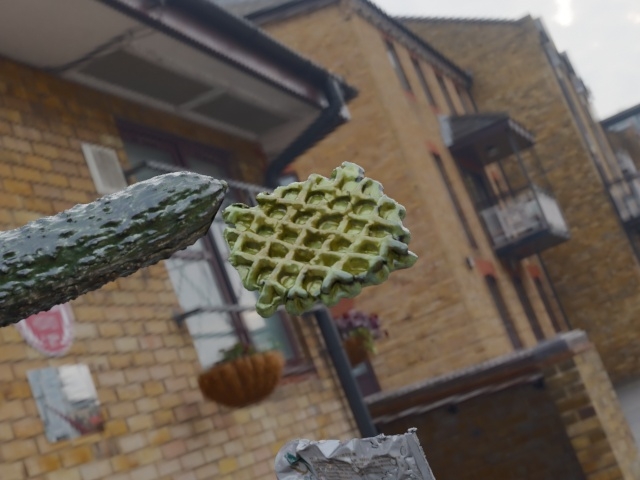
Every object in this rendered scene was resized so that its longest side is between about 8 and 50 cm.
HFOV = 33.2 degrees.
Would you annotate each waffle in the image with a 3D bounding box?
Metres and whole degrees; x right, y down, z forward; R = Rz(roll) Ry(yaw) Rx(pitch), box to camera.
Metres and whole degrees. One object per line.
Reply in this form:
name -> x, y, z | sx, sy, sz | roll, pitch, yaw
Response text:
waffle -> 0.001, 0.002, 1.299 | 0.224, 0.204, 0.054 | -21, -45, -9

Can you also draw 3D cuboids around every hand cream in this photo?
hand cream -> 0.022, 0.208, 0.975 | 0.050, 0.084, 0.257 | -25, 6, -29

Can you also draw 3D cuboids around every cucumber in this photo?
cucumber -> -0.257, 0.014, 1.062 | 0.360, 0.096, 0.096 | -22, -10, -19
